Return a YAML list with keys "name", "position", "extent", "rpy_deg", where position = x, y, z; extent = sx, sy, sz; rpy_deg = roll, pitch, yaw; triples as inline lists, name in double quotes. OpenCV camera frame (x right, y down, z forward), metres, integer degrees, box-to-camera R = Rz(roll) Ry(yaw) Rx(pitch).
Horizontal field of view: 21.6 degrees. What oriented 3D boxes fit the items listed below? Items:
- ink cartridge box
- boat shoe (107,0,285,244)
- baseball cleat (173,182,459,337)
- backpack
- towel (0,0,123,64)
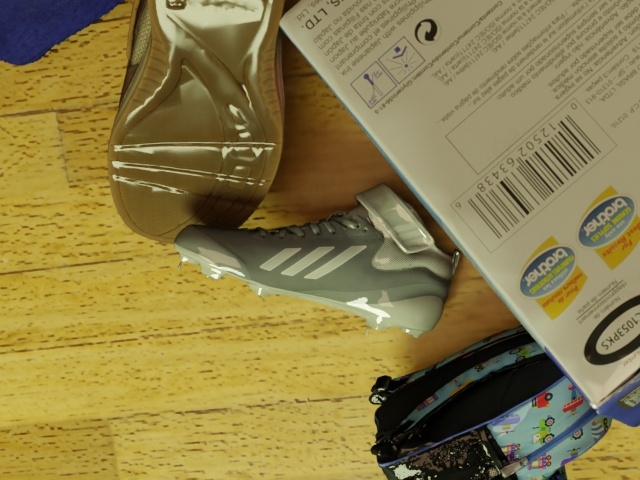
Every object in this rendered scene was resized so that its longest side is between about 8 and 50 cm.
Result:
- name: "ink cartridge box"
  position: [0.200, -0.070, 1.062]
  extent: [0.270, 0.151, 0.395]
  rpy_deg: [-42, 69, 9]
- name: "boat shoe"
  position: [-0.080, -0.141, 1.187]
  extent: [0.123, 0.123, 0.342]
  rpy_deg: [7, 136, -3]
- name: "baseball cleat"
  position: [0.000, 0.000, 1.232]
  extent: [0.206, 0.072, 0.109]
  rpy_deg: [17, 96, -13]
- name: "backpack"
  position: [0.131, 0.131, 1.191]
  extent: [0.173, 0.158, 0.117]
  rpy_deg: [-28, 100, 6]
- name: "towel"
  position: [-0.163, -0.247, 1.167]
  extent: [0.308, 0.228, 0.076]
  rpy_deg: [-34, 70, 18]
